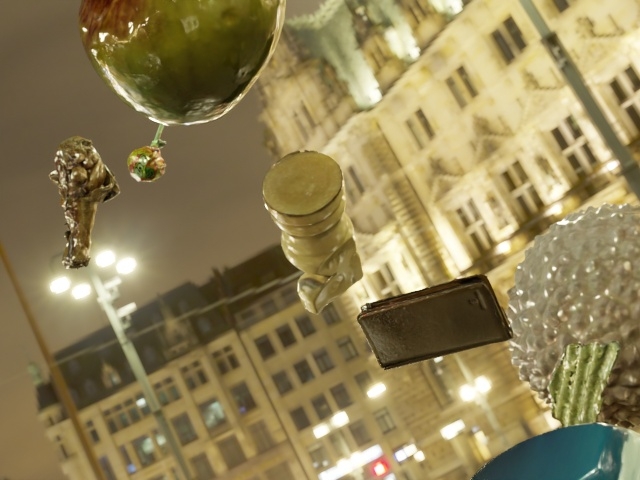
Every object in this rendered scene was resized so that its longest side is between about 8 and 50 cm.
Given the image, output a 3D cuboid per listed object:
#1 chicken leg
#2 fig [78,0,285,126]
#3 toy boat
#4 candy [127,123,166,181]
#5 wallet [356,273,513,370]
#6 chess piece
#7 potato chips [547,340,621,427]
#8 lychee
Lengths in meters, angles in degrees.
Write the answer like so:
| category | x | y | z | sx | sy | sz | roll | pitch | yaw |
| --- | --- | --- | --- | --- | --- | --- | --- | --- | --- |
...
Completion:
| category | x | y | z | sx | sy | sz | roll | pitch | yaw |
| --- | --- | --- | --- | --- | --- | --- | --- | --- | --- |
| chicken leg | -0.361 | -0.060 | 1.524 | 0.081 | 0.196 | 0.125 | -1 | -19 | -42 |
| fig | -0.121 | -0.190 | 0.887 | 0.181 | 0.181 | 0.191 | -22 | -37 | -21 |
| toy boat | 0.241 | 0.258 | 1.075 | 0.299 | 0.062 | 0.096 | -46 | 21 | 60 |
| candy | -0.273 | -0.155 | 1.638 | 0.060 | 0.060 | 0.201 | -33 | 24 | 19 |
| wallet | 0.157 | 0.116 | 1.398 | 0.198 | 0.110 | 0.031 | -16 | 23 | 24 |
| chess piece | 0.000 | 0.000 | 1.102 | 0.090 | 0.090 | 0.200 | -26 | -39 | -7 |
| potato chips | 0.354 | 0.193 | 1.375 | 0.028 | 0.092 | 0.207 | -26 | -41 | -28 |
| lychee | 0.501 | 0.129 | 1.681 | 0.432 | 0.380 | 0.380 | -49 | 1 | -36 |
